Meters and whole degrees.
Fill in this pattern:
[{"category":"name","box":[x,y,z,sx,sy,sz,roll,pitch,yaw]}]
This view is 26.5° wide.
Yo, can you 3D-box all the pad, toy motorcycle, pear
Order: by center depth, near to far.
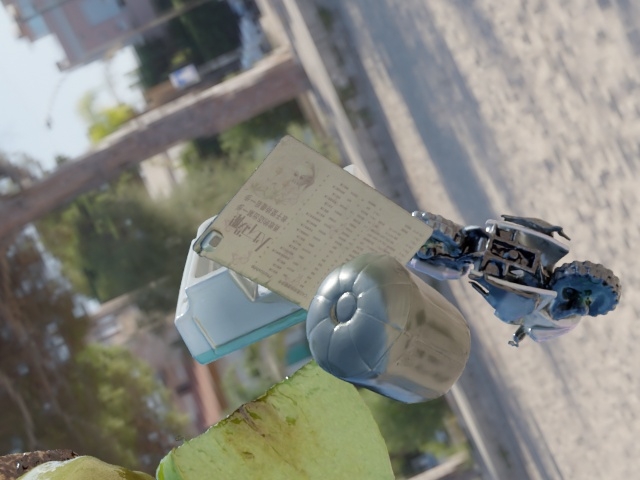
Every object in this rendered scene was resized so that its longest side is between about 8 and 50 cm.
[{"category":"pear","box":[-0.030,0.282,1.429,0.239,0.139,0.288,44,-145,13]},{"category":"pad","box":[0.000,0.000,1.471,0.265,0.159,0.009,30,-166,-43]},{"category":"toy motorcycle","box":[0.259,0.054,1.951,0.188,0.327,0.143,100,-171,-61]}]

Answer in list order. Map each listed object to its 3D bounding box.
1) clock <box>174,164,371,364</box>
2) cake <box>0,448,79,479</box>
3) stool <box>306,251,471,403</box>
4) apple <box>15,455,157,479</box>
[{"category":"clock","box":[-0.061,0.011,1.723,0.116,0.262,0.231,59,-164,-28]},{"category":"cake","box":[-0.307,0.342,1.449,0.135,0.112,0.246,11,-145,-36]},{"category":"stool","box":[0.052,0.067,0.995,0.110,0.096,0.096,32,-156,-41]},{"category":"apple","box":[-0.196,0.270,1.082,0.200,0.200,0.200,-25,-90,-89]}]
